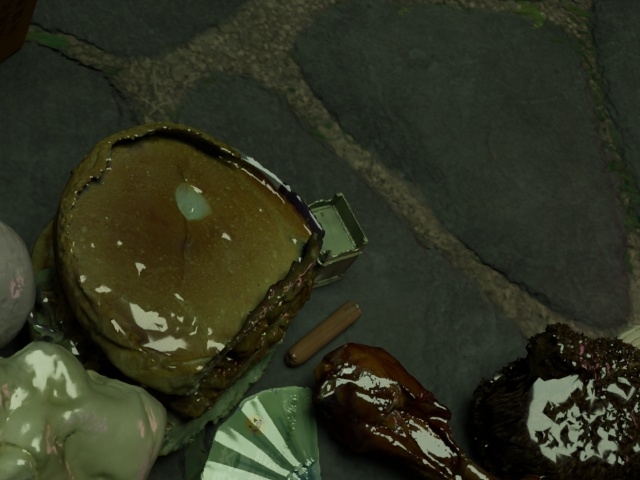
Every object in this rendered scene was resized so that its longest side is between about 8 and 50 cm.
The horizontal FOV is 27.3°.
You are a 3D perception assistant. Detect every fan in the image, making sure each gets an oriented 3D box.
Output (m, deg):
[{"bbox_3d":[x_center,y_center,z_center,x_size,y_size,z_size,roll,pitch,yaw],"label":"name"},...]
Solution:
[{"bbox_3d":[-0.058,0.245,1.374,0.131,0.009,0.240,22,53,-8],"label":"fan"}]

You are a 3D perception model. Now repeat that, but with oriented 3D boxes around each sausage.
[{"bbox_3d":[0.002,0.106,1.483,0.026,0.026,0.116,47,52,9],"label":"sausage"}]

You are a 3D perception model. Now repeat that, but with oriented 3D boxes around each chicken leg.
[{"bbox_3d":[0.118,0.225,1.410,0.304,0.093,0.113,38,63,7],"label":"chicken leg"}]

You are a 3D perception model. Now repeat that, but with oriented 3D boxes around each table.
[{"bbox_3d":[0.000,0.000,1.513,0.062,0.083,0.079,-16,68,-33],"label":"table"}]

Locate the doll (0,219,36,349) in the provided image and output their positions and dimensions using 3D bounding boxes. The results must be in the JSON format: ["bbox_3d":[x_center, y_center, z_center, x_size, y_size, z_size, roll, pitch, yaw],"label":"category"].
[{"bbox_3d":[-0.386,0.005,1.151,0.287,0.151,0.151,32,45,-40],"label":"doll"}]

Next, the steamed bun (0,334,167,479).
[{"bbox_3d":[-0.307,0.204,1.135,0.320,0.275,0.206,2,64,19],"label":"steamed bun"}]

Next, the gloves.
[{"bbox_3d":[0.317,0.189,1.507,0.312,0.135,0.210,-19,78,-30],"label":"gloves"}]

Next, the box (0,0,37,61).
[{"bbox_3d":[-0.448,-0.208,1.323,0.116,0.264,0.415,41,52,2],"label":"box"}]

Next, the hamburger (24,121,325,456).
[{"bbox_3d":[-0.157,0.034,1.348,0.277,0.195,0.318,41,49,8],"label":"hamburger"}]
